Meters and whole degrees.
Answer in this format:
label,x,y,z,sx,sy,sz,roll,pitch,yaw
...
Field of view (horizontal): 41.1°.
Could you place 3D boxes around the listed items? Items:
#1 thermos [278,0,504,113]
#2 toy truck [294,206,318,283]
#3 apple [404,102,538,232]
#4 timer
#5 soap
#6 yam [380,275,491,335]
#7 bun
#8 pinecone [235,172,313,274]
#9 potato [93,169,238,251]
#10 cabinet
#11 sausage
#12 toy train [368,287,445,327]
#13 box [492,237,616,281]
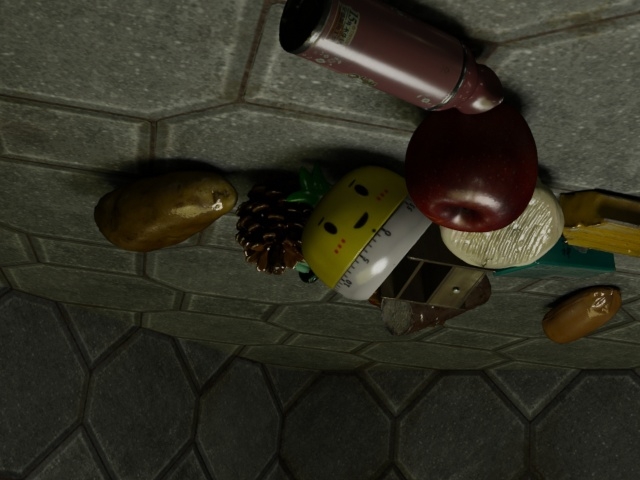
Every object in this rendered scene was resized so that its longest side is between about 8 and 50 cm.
label,x,y,z,sx,sy,sz,roll,pitch,yaw
thermos,0.103,-0.248,1.167,0.330,0.110,0.136,16,160,-32
toy truck,0.000,0.000,1.931,0.278,0.156,0.155,-10,157,42
apple,0.244,-0.120,1.384,0.218,0.201,0.218,7,161,2
timer,0.053,-0.045,1.671,0.285,0.285,0.285,5,163,1
soap,0.601,-0.032,1.767,0.257,0.080,0.160,11,161,-16
yam,0.287,0.140,2.078,0.279,0.131,0.131,-16,174,-28
bun,0.351,-0.051,1.655,0.237,0.116,0.210,2,125,-5
pinecone,-0.094,-0.023,1.784,0.168,0.212,0.185,-4,153,31
potato,-0.334,-0.065,1.837,0.369,0.176,0.195,-14,128,39
cabinet,0.261,0.049,1.942,0.215,0.148,0.175,9,142,-15
sausage,0.762,0.215,2.491,0.134,0.116,0.354,16,159,-2
toy train,0.221,0.123,2.280,0.231,0.163,0.369,4,165,37
box,0.526,0.031,1.932,0.244,0.092,0.153,6,165,-30
